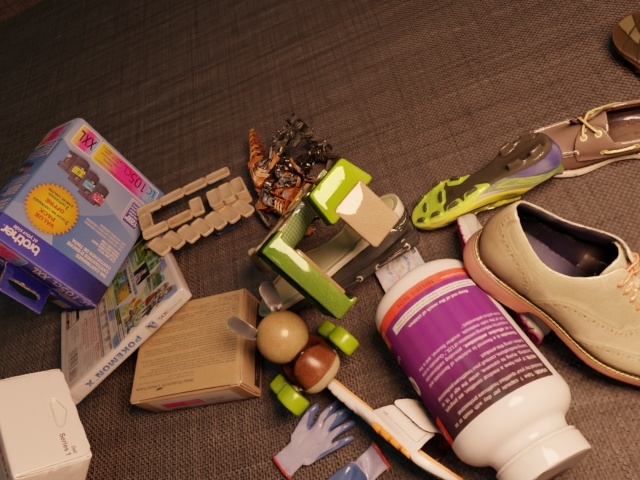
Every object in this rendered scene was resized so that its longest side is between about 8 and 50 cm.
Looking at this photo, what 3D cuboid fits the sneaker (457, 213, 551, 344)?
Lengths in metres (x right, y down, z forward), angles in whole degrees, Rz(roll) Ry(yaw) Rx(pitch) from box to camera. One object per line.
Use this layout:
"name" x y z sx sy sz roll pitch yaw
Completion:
"sneaker" 0.321 0.045 0.892 0.111 0.103 0.252 -30 59 -1

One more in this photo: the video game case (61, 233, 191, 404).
"video game case" -0.421 0.138 1.121 0.300 0.036 0.329 -43 33 -3

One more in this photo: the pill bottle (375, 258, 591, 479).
"pill bottle" 0.227 0.192 0.781 0.181 0.181 0.323 -33 52 2

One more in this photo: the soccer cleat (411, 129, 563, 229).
"soccer cleat" 0.302 -0.085 0.977 0.289 0.121 0.093 -32 41 28

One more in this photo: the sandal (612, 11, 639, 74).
"sandal" 0.642 -0.344 1.016 0.090 0.060 0.219 -39 67 5

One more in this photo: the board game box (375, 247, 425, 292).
"board game box" 0.153 0.062 0.996 0.090 0.020 0.090 -28 53 5

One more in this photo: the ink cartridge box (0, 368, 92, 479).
"ink cartridge box" -0.503 0.397 0.926 0.201 0.117 0.278 45 124 37

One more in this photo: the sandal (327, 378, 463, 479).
"sandal" 0.117 0.271 0.831 0.265 0.102 0.076 31 78 37

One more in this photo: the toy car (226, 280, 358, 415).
"toy car" -0.061 0.166 0.900 0.155 0.188 0.149 -48 9 -11

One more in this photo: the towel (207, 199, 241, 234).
"towel" -0.225 -0.069 1.239 0.067 0.029 0.119 -24 54 6

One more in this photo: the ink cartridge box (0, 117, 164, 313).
"ink cartridge box" -0.561 -0.030 1.171 0.151 0.270 0.395 -10 47 38

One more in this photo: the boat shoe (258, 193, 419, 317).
"boat shoe" 0.037 0.058 0.990 0.340 0.113 0.127 -41 27 11

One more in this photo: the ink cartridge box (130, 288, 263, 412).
"ink cartridge box" -0.231 0.214 1.027 0.235 0.088 0.193 -13 55 17

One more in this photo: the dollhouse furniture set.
"dollhouse furniture set" 0.000 0.000 0.915 0.151 0.301 0.197 41 79 -8

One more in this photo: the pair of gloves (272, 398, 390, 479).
"pair of gloves" 0.019 0.364 0.866 0.159 0.023 0.198 -43 52 -4

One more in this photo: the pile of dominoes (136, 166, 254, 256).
"pile of dominoes" -0.275 -0.057 1.190 0.251 0.040 0.196 -26 45 -4

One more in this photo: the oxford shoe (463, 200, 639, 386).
"oxford shoe" 0.395 0.082 0.727 0.397 0.146 0.140 27 61 5

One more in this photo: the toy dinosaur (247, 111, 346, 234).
"toy dinosaur" -0.084 -0.155 1.166 0.218 0.164 0.322 -46 74 12

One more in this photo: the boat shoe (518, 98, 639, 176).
"boat shoe" 0.508 -0.191 0.949 0.324 0.097 0.116 -5 59 21
